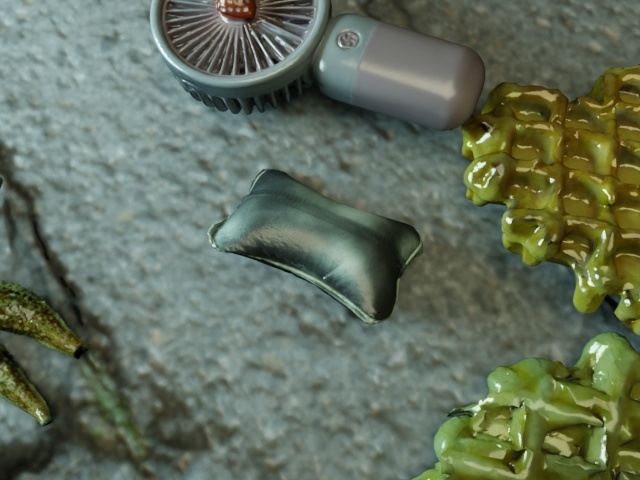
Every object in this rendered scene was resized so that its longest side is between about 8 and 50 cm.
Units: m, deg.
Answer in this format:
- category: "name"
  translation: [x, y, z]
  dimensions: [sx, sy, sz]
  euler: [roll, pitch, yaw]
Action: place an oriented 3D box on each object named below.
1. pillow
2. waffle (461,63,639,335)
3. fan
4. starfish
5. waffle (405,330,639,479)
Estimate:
- category: "pillow"
  translation: [0.000, -0.001, 0.470]
  dimensions: [0.136, 0.055, 0.091]
  euler: [28, 73, 5]
- category: "waffle"
  translation: [0.238, -0.057, 0.475]
  dimensions: [0.253, 0.056, 0.249]
  euler: [-41, 66, -17]
- category: "fan"
  translation: [-0.003, -0.141, 0.489]
  dimensions: [0.245, 0.074, 0.130]
  euler: [18, 74, 11]
- category: "starfish"
  translation: [-0.267, 0.052, 0.460]
  dimensions: [0.224, 0.050, 0.216]
  euler: [25, 83, 11]
- category: "waffle"
  translation: [0.201, 0.212, 0.404]
  dimensions: [0.297, 0.073, 0.317]
  euler: [-25, 76, -8]
